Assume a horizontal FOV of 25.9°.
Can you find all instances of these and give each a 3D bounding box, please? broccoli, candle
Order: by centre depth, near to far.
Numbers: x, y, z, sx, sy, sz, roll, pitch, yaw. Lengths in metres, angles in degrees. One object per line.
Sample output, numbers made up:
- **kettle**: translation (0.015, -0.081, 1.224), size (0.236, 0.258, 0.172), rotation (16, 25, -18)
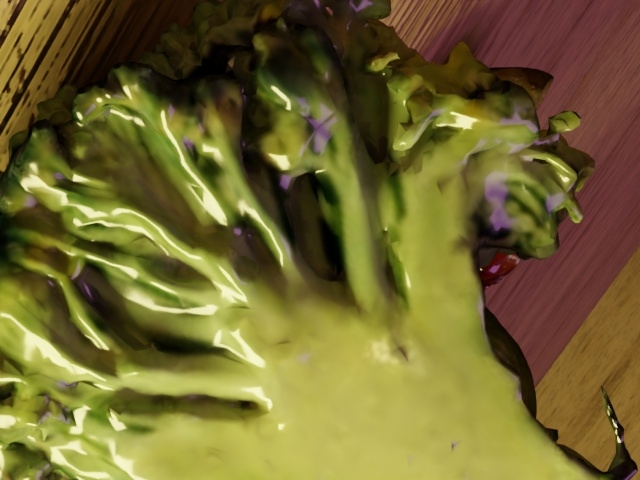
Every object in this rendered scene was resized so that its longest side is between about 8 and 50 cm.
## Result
- **broccoli**: translation (-0.006, 0.027, 0.546), size (0.242, 0.273, 0.180), rotation (-53, -162, 8)
- **candle**: translation (0.096, 0.017, 0.995), size (0.329, 0.048, 0.051), rotation (124, -13, -84)

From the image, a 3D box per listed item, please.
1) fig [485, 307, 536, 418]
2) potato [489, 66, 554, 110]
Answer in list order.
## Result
- **fig**: translation (0.022, 0.093, 0.824), size (0.203, 0.203, 0.235), rotation (-51, 156, -7)
- **potato**: translation (0.098, -0.074, 0.895), size (0.103, 0.066, 0.096), rotation (-57, 173, 3)
